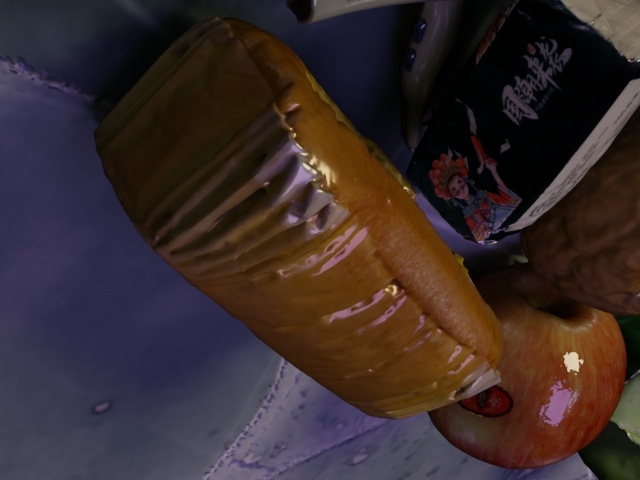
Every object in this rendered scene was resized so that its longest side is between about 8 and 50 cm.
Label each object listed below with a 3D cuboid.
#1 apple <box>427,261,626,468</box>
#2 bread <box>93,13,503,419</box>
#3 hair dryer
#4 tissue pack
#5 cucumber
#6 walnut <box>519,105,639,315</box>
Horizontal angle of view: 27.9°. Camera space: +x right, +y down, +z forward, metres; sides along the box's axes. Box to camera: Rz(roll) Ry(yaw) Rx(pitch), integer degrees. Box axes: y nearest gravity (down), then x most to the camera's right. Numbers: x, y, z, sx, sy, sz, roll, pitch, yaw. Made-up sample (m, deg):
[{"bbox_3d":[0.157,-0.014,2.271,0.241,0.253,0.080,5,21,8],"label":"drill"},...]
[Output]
[{"bbox_3d":[0.148,0.087,0.934,0.146,0.146,0.131,-11,126,-29],"label":"apple"},{"bbox_3d":[0.000,0.000,0.724,0.119,0.152,0.288,-36,141,8],"label":"bread"},{"bbox_3d":[0.034,-0.112,0.714,0.167,0.067,0.199,-13,145,-38],"label":"hair dryer"},{"bbox_3d":[0.128,-0.084,0.726,0.103,0.090,0.170,-36,163,-41],"label":"tissue pack"},{"bbox_3d":[0.292,0.115,1.082,0.191,0.130,0.191,-18,133,-20],"label":"cucumber"},{"bbox_3d":[0.220,-0.031,0.841,0.155,0.155,0.184,4,160,-39],"label":"walnut"}]
